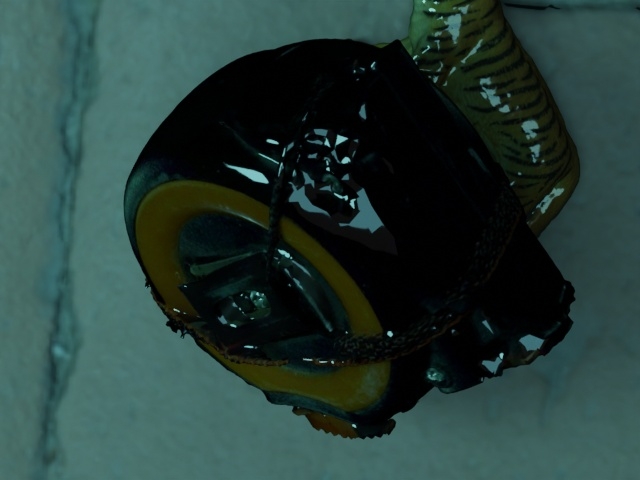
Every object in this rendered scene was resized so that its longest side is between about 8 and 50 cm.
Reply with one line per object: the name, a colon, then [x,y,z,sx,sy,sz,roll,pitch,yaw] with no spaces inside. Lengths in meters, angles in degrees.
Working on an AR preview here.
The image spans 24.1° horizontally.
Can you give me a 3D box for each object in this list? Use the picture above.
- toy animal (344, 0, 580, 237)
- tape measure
toy animal: [0.083,-0.075,0.838,0.099,0.057,0.241,-29,95,11]
tape measure: [0.000,0.000,0.787,0.223,0.135,0.202,-18,116,48]
